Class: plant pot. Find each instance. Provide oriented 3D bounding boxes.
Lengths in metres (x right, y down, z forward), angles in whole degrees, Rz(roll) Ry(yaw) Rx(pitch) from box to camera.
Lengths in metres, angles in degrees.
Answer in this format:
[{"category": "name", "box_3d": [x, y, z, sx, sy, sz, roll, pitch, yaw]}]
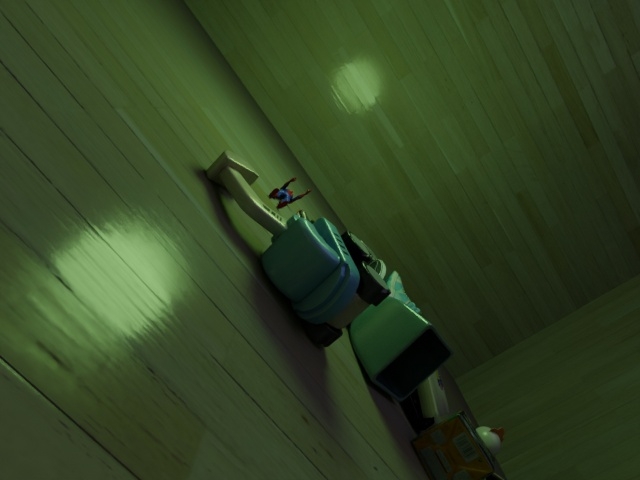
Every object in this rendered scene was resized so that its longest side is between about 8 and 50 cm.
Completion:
[{"category": "plant pot", "box_3d": [0.240, 0.332, 1.346, 0.247, 0.248, 0.252, 47, 0, -42]}]

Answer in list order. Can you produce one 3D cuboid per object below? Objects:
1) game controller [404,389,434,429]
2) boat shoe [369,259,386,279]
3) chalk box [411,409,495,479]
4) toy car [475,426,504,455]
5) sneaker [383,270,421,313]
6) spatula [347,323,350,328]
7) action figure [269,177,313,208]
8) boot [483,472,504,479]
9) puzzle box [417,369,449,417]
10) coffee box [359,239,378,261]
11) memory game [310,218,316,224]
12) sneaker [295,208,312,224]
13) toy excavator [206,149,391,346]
[{"category": "game controller", "box_3d": [0.370, 0.618, 1.510, 0.166, 0.067, 0.319, 61, 11, 27]}, {"category": "boat shoe", "box_3d": [0.201, 0.167, 1.787, 0.102, 0.108, 0.301, 54, 45, -18]}, {"category": "chalk box", "box_3d": [0.434, 0.677, 1.296, 0.180, 0.179, 0.289, 60, 9, 29]}, {"category": "toy car", "box_3d": [0.671, 0.862, 1.666, 0.210, 0.238, 0.219, 52, 10, -22]}, {"category": "sneaker", "box_3d": [0.343, 0.264, 1.736, 0.208, 0.127, 0.319, 41, 25, 1]}, {"category": "spatula", "box_3d": [0.138, 0.295, 1.544, 0.084, 0.030, 0.296, 57, 9, 17]}, {"category": "action figure", "box_3d": [-0.118, -0.203, 1.656, 0.091, 0.139, 0.280, 56, 7, -7]}, {"category": "boot", "box_3d": [0.636, 0.941, 1.408, 0.262, 0.095, 0.203, 56, -22, 26]}, {"category": "puzzle box", "box_3d": [0.435, 0.553, 1.597, 0.409, 0.052, 0.272, 42, 35, -59]}, {"category": "coffee box", "box_3d": [0.198, 0.117, 2.040, 0.119, 0.168, 0.297, 60, 9, 20]}, {"category": "memory game", "box_3d": [0.017, -0.014, 1.679, 0.186, 0.012, 0.186, 30, -34, 23]}, {"category": "sneaker", "box_3d": [0.000, 0.000, 1.609, 0.299, 0.112, 0.121, 56, 9, 7]}, {"category": "toy excavator", "box_3d": [-0.080, -0.009, 1.027, 0.445, 0.222, 0.433, 39, 16, -34]}]
